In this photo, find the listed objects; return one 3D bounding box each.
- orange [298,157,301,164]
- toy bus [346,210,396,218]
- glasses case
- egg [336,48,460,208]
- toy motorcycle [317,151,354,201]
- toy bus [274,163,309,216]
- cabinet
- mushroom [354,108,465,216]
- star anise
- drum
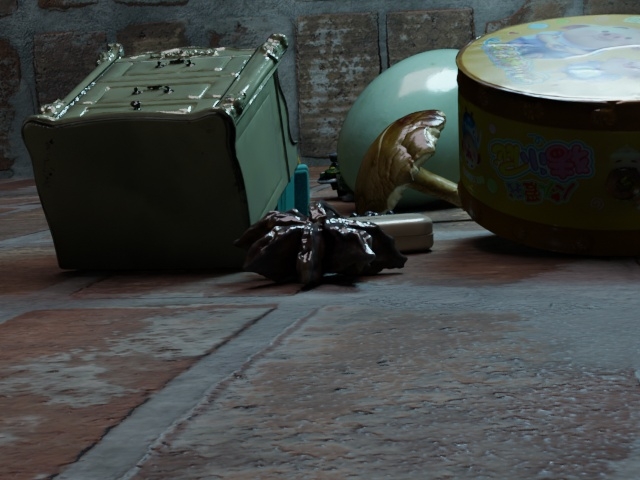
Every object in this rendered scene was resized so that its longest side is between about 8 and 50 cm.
[{"bbox_3d":[-0.146,-0.136,2.148,0.219,0.193,0.219,-16,-5,-1],"label":"orange"},{"bbox_3d":[0.078,-0.021,1.652,0.038,0.046,0.083,-8,6,-39],"label":"toy bus"},{"bbox_3d":[0.058,-0.006,1.510,0.196,0.050,0.083,-5,9,-14],"label":"glasses case"},{"bbox_3d":[0.203,-0.217,2.143,0.389,0.276,0.276,-35,20,-22],"label":"egg"},{"bbox_3d":[0.120,-0.148,2.384,0.187,0.125,0.274,-20,15,-36],"label":"toy motorcycle"},{"bbox_3d":[-0.152,-0.072,1.845,0.256,0.128,0.147,4,8,33],"label":"toy bus"},{"bbox_3d":[-0.201,-0.137,1.538,0.289,0.228,0.318,-1,30,14],"label":"cabinet"},{"bbox_3d":[0.205,-0.102,1.841,0.301,0.208,0.233,10,52,18],"label":"mushroom"},{"bbox_3d":[0.000,0.000,1.335,0.209,0.089,0.231,4,18,-9],"label":"star anise"},{"bbox_3d":[0.390,-0.155,1.492,0.431,0.214,0.431,-4,25,2],"label":"drum"}]
